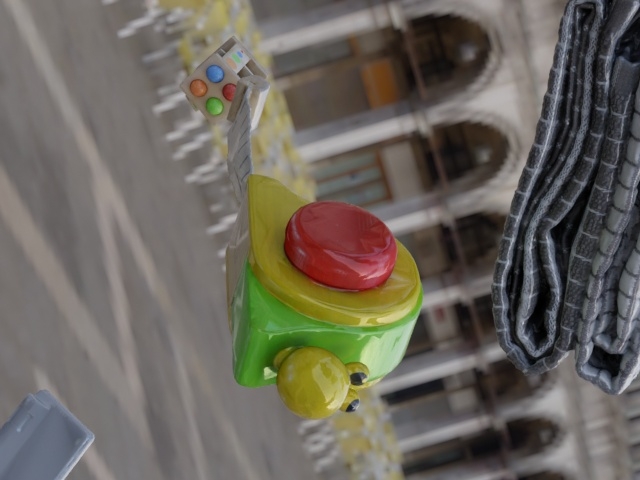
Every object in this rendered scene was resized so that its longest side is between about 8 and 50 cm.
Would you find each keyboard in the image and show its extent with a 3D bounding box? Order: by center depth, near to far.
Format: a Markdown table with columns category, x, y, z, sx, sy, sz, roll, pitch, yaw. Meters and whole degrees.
| category | x | y | z | sx | sy | sz | roll | pitch | yaw |
| --- | --- | --- | --- | --- | --- | --- | --- | --- | --- |
| keyboard | -0.222 | 0.198 | 0.935 | 0.072 | 0.256 | 0.014 | 32 | -8 | 47 |

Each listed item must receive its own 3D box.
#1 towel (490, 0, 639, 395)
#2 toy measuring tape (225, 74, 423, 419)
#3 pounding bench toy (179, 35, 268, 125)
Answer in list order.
| category | x | y | z | sx | sy | sz | roll | pitch | yaw |
| --- | --- | --- | --- | --- | --- | --- | --- | --- | --- |
| towel | 0.212 | -0.067 | 1.141 | 0.235 | 0.121 | 0.283 | -36 | 138 | -60 |
| toy measuring tape | 0.000 | 0.000 | 1.056 | 0.330 | 0.121 | 0.121 | -97 | 171 | -55 |
| pounding bench toy | -0.103 | -0.141 | 1.566 | 0.052 | 0.083 | 0.065 | 48 | 28 | -9 |
